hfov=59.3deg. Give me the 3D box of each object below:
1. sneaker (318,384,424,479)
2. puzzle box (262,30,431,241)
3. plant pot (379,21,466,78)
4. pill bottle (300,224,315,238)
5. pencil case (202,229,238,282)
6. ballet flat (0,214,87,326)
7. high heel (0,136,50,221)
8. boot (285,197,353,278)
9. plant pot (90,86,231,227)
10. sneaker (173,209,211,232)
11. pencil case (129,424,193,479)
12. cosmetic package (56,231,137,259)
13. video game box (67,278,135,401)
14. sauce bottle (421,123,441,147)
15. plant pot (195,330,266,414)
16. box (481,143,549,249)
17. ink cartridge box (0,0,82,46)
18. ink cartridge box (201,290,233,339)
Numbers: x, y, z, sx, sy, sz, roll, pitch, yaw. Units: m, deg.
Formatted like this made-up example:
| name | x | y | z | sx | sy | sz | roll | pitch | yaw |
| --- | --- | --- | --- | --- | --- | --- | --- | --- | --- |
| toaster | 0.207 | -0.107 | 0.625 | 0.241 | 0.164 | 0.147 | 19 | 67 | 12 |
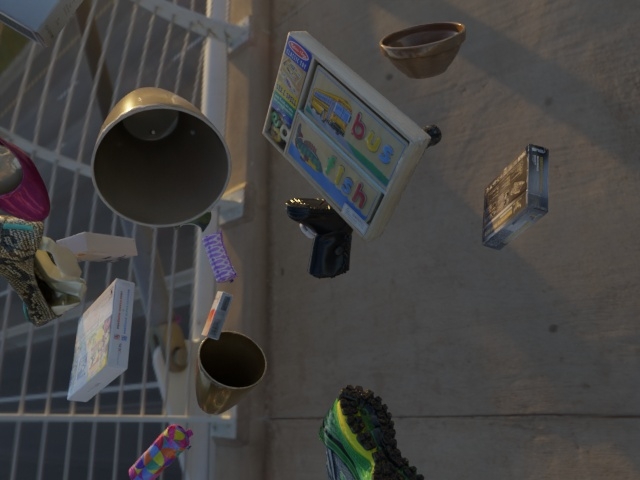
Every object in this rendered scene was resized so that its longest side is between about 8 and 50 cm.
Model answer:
| name | x | y | z | sx | sy | sz | roll | pitch | yaw |
| --- | --- | --- | --- | --- | --- | --- | --- | --- | --- |
| sneaker | 0.097 | 0.436 | 0.992 | 0.146 | 0.134 | 0.343 | -60 | 35 | 31 |
| puzzle box | 0.033 | -0.227 | 1.210 | 0.409 | 0.052 | 0.272 | 48 | 136 | 27 |
| plant pot | 0.291 | -0.527 | 1.581 | 0.237 | 0.237 | 0.109 | 27 | 139 | 46 |
| pill bottle | -0.001 | -0.064 | 1.772 | 0.120 | 0.067 | 0.067 | -38 | 53 | 19 |
| pencil case | -0.399 | 0.069 | 2.229 | 0.088 | 0.086 | 0.206 | -26 | 80 | 14 |
| ballet flat | -0.712 | 0.100 | 1.458 | 0.482 | 0.182 | 0.163 | 105 | 162 | -57 |
| high heel | -0.394 | -0.099 | 0.641 | 0.082 | 0.244 | 0.117 | -34 | 38 | -15 |
| boot | 0.000 | 0.000 | 1.439 | 0.094 | 0.247 | 0.207 | 26 | 111 | 42 |
| plant pot | -0.337 | -0.209 | 1.159 | 0.256 | 0.257 | 0.274 | -53 | 37 | 19 |
| sneaker | -0.383 | -0.069 | 1.475 | 0.064 | 0.192 | 0.086 | -112 | 33 | -72 |
| pencil case | -0.533 | 0.721 | 1.876 | 0.236 | 0.104 | 0.104 | -45 | 49 | 11 |
| cosmetic package | -0.655 | 0.024 | 1.665 | 0.099 | 0.239 | 0.060 | -18 | 81 | 14 |
| video game box | -0.442 | 0.204 | 1.134 | 0.205 | 0.048 | 0.187 | -37 | 44 | 38 |
| sauce bottle | 0.254 | -0.283 | 1.768 | 0.111 | 0.344 | 0.111 | 30 | 133 | 37 |
| plant pot | -0.339 | 0.486 | 1.956 | 0.237 | 0.237 | 0.254 | 61 | 138 | 38 |
| box | 0.489 | -0.105 | 1.418 | 0.231 | 0.056 | 0.183 | 117 | 166 | -62 |
| ink cartridge box | -0.454 | -0.451 | 0.808 | 0.238 | 0.275 | 0.060 | -61 | 6 | -11 |
| ink cartridge box | -0.341 | 0.232 | 1.768 | 0.179 | 0.045 | 0.145 | -7 | 62 | 60 |
